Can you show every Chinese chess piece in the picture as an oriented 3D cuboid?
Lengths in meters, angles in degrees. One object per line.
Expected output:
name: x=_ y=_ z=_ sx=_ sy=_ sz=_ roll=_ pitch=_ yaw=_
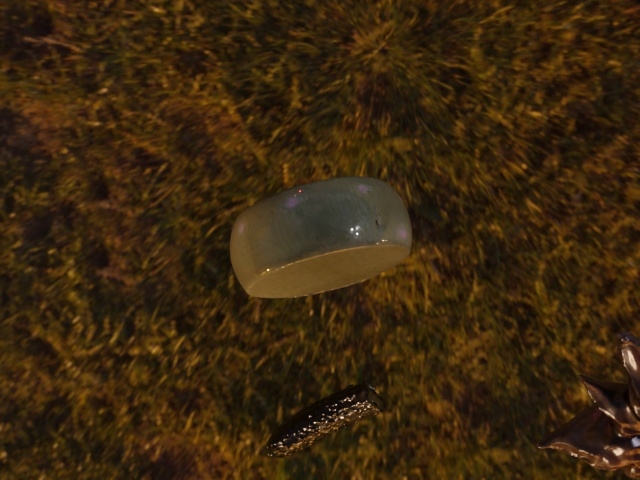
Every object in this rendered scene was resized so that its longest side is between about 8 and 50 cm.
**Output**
Chinese chess piece: x=0.000 y=0.000 z=1.636 sx=0.250 sy=0.250 sz=0.101 roll=-16 pitch=75 yaw=5

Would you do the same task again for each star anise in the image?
star anise: x=0.433 y=0.244 z=1.467 sx=0.292 sy=0.109 sz=0.349 roll=29 pitch=131 yaw=2

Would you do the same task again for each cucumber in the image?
cucumber: x=0.001 y=0.280 z=1.881 sx=0.245 sy=0.067 sz=0.067 roll=-30 pitch=97 yaw=35
